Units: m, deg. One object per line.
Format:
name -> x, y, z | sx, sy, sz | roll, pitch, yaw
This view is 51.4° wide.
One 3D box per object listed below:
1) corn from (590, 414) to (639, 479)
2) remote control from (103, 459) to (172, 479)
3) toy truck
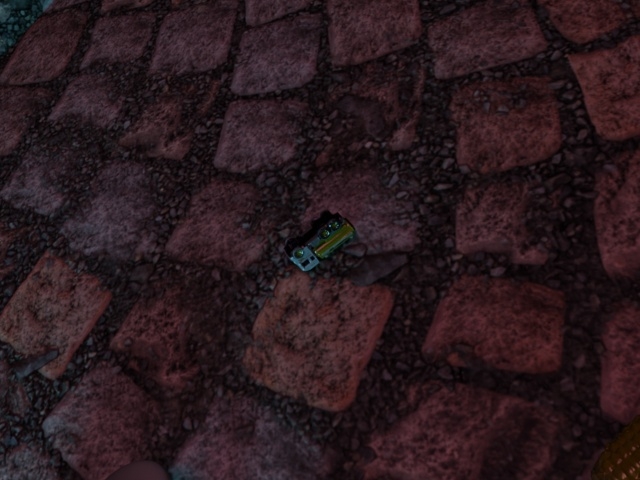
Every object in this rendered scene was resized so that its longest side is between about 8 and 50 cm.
corn -> 0.484, 0.212, 0.786 | 0.344, 0.131, 0.131 | -36, 54, 2
remote control -> -0.334, 0.482, 0.984 | 0.332, 0.103, 0.221 | -53, 29, -12
toy truck -> 0.000, 0.000, 1.159 | 0.123, 0.063, 0.052 | -38, 32, 0
